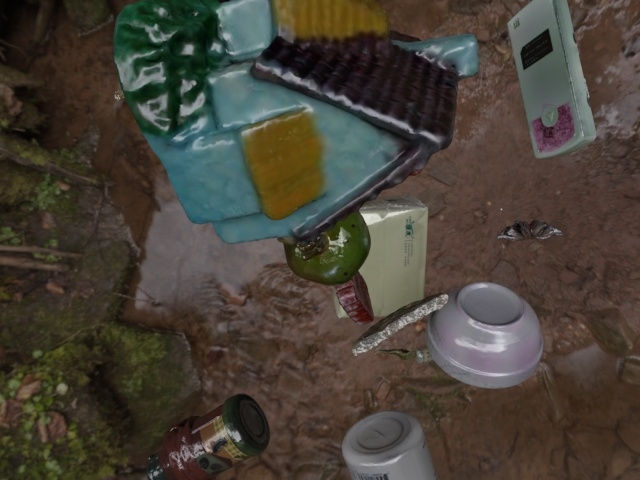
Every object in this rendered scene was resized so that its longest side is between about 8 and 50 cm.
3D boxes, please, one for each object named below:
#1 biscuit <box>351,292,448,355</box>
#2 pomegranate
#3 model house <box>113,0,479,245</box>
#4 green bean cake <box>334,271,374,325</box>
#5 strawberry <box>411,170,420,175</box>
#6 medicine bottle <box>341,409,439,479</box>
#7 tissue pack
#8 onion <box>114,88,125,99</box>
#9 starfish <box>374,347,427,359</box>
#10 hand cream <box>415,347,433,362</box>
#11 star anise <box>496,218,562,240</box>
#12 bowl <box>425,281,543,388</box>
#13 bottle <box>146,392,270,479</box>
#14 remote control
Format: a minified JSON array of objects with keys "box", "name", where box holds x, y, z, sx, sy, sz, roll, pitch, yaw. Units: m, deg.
[{"box":[0.179,0.188,1.194,0.250,0.133,0.032,-31,89,0],"name":"biscuit"},{"box":[0.000,0.000,0.983,0.182,0.224,0.181,-1,87,21],"name":"pomegranate"},{"box":[0.016,-0.147,0.470,0.249,0.280,0.229,-8,121,20],"name":"model house"},{"box":[0.080,0.130,1.277,0.057,0.135,0.135,-21,41,16],"name":"green bean cake"},{"box":[0.288,-0.246,1.653,0.097,0.083,0.083,-3,93,-15],"name":"strawberry"},{"box":[0.154,0.486,0.974,0.157,0.157,0.288,-14,103,20],"name":"medicine bottle"},{"box":[0.188,0.050,1.689,0.298,0.207,0.379,-4,107,-6],"name":"tissue pack"},{"box":[-0.324,-0.293,0.979,0.140,0.150,0.150,-36,80,-13],"name":"onion"},{"box":[0.293,0.403,1.829,0.217,0.223,0.050,8,70,-14],"name":"starfish"},{"box":[0.352,0.338,1.541,0.144,0.039,0.061,-5,112,-22],"name":"hand cream"},{"box":[0.683,-0.032,1.678,0.195,0.183,0.065,-30,59,59],"name":"star anise"},{"box":[0.409,0.206,1.264,0.287,0.287,0.143,12,128,18],"name":"bowl"},{"box":[-0.242,0.442,1.078,0.271,0.143,0.156,-34,77,14],"name":"bottle"},{"box":[0.498,-0.353,1.110,0.050,0.145,0.343,-7,85,-20],"name":"remote control"}]
